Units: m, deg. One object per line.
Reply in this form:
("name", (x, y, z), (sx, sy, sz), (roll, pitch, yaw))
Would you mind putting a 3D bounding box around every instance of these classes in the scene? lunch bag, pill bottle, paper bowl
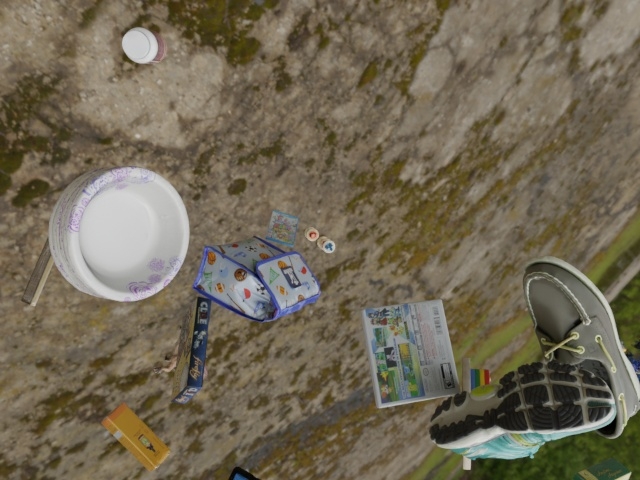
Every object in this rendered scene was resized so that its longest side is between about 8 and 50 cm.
("lunch bag", (-0.223, 0.150, 2.039), (0.327, 0.385, 0.239), (-15, 129, -59))
("pill bottle", (-0.450, -0.495, 1.358), (0.085, 0.152, 0.086), (-1, 107, -3))
("paper bowl", (-0.438, -0.016, 1.154), (0.284, 0.148, 0.285), (-4, 95, -51))

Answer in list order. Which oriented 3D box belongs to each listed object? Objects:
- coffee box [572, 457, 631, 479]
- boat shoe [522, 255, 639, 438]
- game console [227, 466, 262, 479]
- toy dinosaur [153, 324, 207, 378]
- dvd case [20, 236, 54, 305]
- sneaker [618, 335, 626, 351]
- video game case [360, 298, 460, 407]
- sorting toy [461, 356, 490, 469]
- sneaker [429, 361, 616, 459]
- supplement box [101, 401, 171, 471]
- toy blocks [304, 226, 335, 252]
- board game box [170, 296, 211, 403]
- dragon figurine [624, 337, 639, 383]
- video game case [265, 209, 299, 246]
("coffee box", (0.465, 0.475, 0.931), (0.113, 0.040, 0.184), (-1, 112, -30))
("boat shoe", (0.396, 0.165, 0.819), (0.109, 0.305, 0.091), (-20, -163, 48))
("game console", (-0.114, 0.454, 0.908), (0.071, 0.107, 0.122), (58, 33, -22))
("toy dinosaur", (-0.496, 0.468, 2.046), (0.200, 0.127, 0.296), (-24, 125, 7))
("dvd case", (-0.760, 0.068, 1.467), (0.018, 0.164, 0.222), (25, 74, -33))
("sneaker", (0.847, 0.345, 1.594), (0.084, 0.083, 0.215), (-21, 138, -6))
("video game case", (0.306, 0.379, 1.823), (0.299, 0.330, 0.036), (-5, 166, -14))
("sorting toy", (0.495, 0.550, 1.688), (0.256, 0.089, 0.257), (-76, 161, -44))
("sneaker", (0.288, 0.254, 0.764), (0.110, 0.107, 0.275), (39, 134, -21))
("supplement box", (-0.607, 0.649, 1.759), (0.080, 0.233, 0.078), (-46, 179, 41))
("toy blocks", (0.000, 0.000, 2.168), (0.123, 0.148, 0.054), (36, 90, -17))
("board game box", (-0.347, 0.295, 1.435), (0.042, 0.244, 0.165), (15, 146, -23))
("dragon figurine", (0.761, 0.311, 1.181), (0.144, 0.289, 0.085), (-66, -177, -55))
("video game case", (-0.158, -0.052, 2.238), (0.119, 0.166, 0.015), (17, 136, -8))
